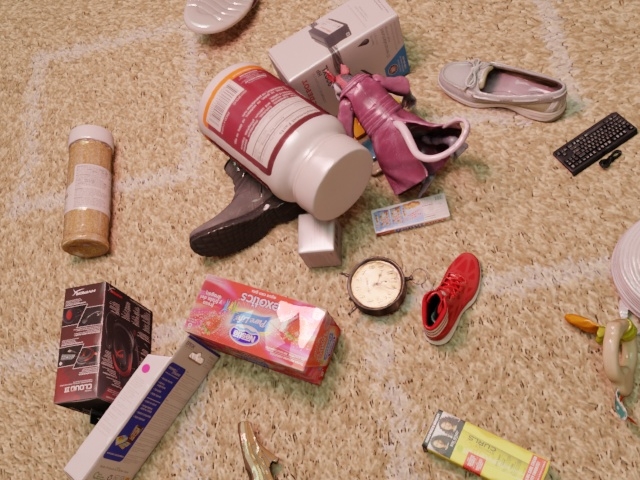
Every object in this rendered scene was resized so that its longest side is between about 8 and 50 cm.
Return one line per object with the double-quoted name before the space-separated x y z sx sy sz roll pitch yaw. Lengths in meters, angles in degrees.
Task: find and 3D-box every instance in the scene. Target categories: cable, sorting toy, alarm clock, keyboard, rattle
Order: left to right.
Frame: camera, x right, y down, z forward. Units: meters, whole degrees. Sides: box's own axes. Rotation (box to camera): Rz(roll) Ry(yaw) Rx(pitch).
"sorting toy" 0.159 -0.286 1.703 0.193 0.038 0.208 -33 61 -1
"alarm clock" 0.147 0.100 1.513 0.192 0.064 0.129 -15 62 11
"rattle" 0.548 0.252 1.329 0.143 0.130 0.199 1 92 28
"keyboard" 0.638 -0.216 1.546 0.180 0.023 0.108 -34 62 -1
"cable" 0.724 0.053 1.358 0.257 0.089 0.256 -7 64 13

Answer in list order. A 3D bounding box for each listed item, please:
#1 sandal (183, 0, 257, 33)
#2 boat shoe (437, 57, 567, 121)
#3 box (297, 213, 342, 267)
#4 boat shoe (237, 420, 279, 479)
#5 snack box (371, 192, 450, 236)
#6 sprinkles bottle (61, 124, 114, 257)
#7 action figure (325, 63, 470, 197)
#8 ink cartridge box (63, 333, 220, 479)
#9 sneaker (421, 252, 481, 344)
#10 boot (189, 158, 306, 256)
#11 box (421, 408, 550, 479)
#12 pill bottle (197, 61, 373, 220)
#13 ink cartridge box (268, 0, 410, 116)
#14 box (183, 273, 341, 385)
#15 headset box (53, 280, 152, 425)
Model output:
"sandal" -0.259 -0.727 2.000 0.170 0.102 0.416 22 60 8
"boat shoe" 0.436 -0.380 1.633 0.321 0.103 0.118 25 74 24
"box" 0.000 0.000 1.579 0.087 0.102 0.101 -5 65 11
"boat shoe" -0.122 0.469 1.423 0.072 0.068 0.189 -17 72 -6
"snack box" 0.212 -0.061 1.593 0.179 0.022 0.064 -13 64 9
"sprinkles bottle" -0.620 -0.135 1.805 0.121 0.121 0.355 -12 63 10
"action figure" 0.136 -0.271 1.552 0.248 0.276 0.370 -44 83 1
"ink cartridge box" -0.378 0.369 1.471 0.069 0.175 0.370 31 77 26
"sneaker" 0.281 0.108 1.434 0.087 0.128 0.221 17 71 22
"boot" -0.198 -0.110 1.691 0.338 0.118 0.222 -25 58 -11
"box" 0.320 0.420 1.318 0.232 0.058 0.087 22 73 23
"pill bottle" -0.082 -0.229 1.555 0.224 0.224 0.392 -46 62 -8
"ink cartridge box" 0.052 -0.452 1.706 0.308 0.223 0.129 -32 62 0
"box" -0.126 0.198 1.495 0.300 0.154 0.142 15 71 20
"headset box" -0.482 0.270 1.523 0.110 0.218 0.293 -11 64 12
